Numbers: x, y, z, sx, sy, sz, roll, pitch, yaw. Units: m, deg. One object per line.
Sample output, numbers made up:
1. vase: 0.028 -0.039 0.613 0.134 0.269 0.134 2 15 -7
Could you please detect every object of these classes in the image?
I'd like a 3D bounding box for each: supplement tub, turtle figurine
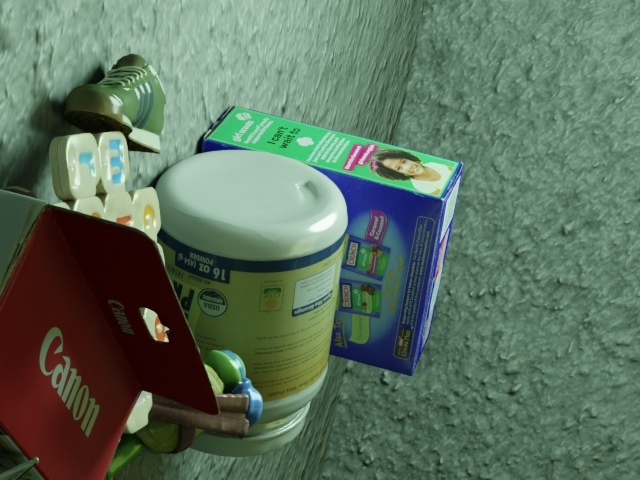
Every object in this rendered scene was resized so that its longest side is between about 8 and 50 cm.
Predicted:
1. supplement tub: -0.095 0.076 1.634 0.228 0.228 0.316 -55 155 -59
2. turtle figurine: -0.229 0.165 1.448 0.266 0.275 0.198 -33 163 -43

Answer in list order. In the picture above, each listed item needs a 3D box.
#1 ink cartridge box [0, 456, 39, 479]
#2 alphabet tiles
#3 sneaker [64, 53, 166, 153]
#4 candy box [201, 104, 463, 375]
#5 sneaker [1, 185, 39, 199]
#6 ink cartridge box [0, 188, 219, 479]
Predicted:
1. ink cartridge box: -0.315 0.212 0.860 0.223 0.045 0.224 -43 171 38
2. alphabet tiles: -0.200 0.043 1.258 0.278 0.021 0.284 -25 111 -74
3. sneaker: -0.197 -0.144 1.342 0.192 0.064 0.086 38 59 -77
4. candy box: 0.000 0.000 1.768 0.122 0.317 0.268 -58 160 -59
5. sneaker: -0.275 0.047 1.180 0.084 0.069 0.185 -57 157 -70
6. ink cartridge box: -0.231 0.082 0.938 0.309 0.272 0.130 79 28 -62
